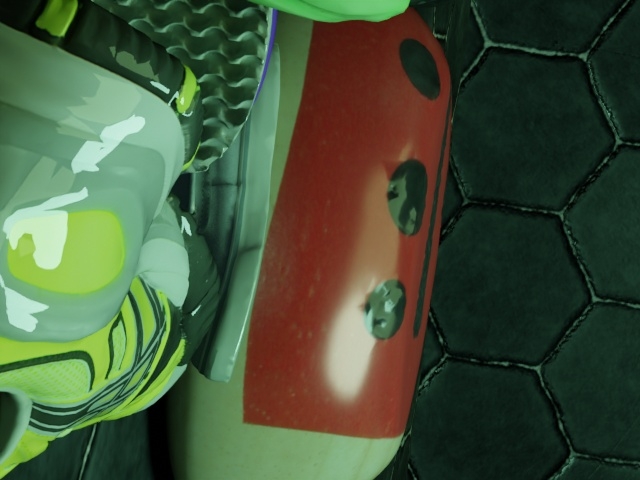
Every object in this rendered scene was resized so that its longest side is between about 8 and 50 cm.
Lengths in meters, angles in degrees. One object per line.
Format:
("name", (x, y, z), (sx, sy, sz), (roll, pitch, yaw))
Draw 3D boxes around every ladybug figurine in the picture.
("ladybug figurine", (0.000, 0.000, 1.268), (0.305, 0.162, 0.449), (-17, 115, -79))

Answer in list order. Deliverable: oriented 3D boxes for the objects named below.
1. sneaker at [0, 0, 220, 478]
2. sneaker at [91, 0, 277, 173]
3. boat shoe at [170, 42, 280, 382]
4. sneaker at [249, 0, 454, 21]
("sneaker", (-0.130, 0.021, 0.659), (0.147, 0.145, 0.385), (-61, 172, -14))
("sneaker", (-0.058, -0.186, 0.961), (0.146, 0.102, 0.293), (-53, 150, -71))
("boat shoe", (-0.074, -0.024, 1.080), (0.079, 0.081, 0.228), (109, -13, -70))
("sneaker", (0.033, -0.334, 0.830), (0.202, 0.185, 0.483), (15, 83, -46))
